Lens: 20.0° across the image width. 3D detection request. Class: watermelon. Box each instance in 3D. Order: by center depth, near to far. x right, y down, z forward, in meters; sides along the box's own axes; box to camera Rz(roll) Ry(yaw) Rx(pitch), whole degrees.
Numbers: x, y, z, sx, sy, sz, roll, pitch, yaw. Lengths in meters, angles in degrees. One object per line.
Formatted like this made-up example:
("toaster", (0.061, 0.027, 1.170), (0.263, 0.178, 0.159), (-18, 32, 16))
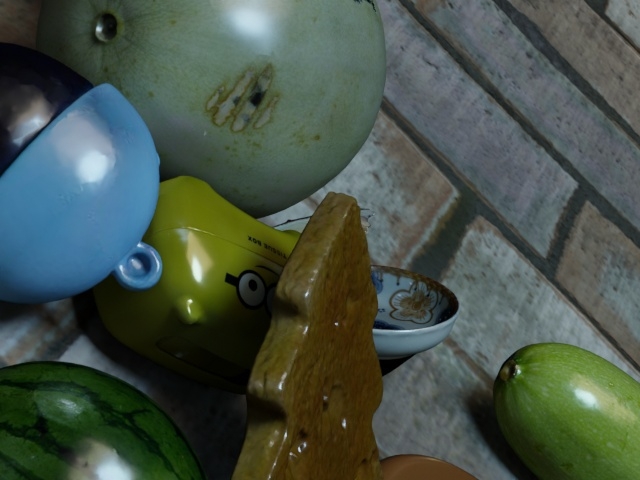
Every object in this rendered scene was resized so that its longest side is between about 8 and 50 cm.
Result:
("watermelon", (-0.154, 0.154, 1.149), (0.232, 0.127, 0.204), (46, 28, 4))

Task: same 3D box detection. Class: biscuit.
("biscuit", (-0.005, 0.116, 1.312), (0.278, 0.043, 0.301), (24, 71, -68))

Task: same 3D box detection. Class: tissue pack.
("tissue pack", (-0.081, 0.043, 1.379), (0.178, 0.123, 0.127), (29, 42, -36))

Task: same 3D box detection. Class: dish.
("dish", (0.046, 0.082, 1.566), (0.141, 0.078, 0.141), (6, 22, -2))

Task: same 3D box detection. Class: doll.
("doll", (-0.236, -0.070, 1.291), (0.314, 0.141, 0.177), (40, 72, 6))

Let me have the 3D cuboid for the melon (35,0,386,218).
("melon", (-0.077, -0.151, 1.475), (0.330, 0.268, 0.268), (7, 48, -60))

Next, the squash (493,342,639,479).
("squash", (0.257, 0.180, 1.652), (0.247, 0.132, 0.132), (41, 30, -12))

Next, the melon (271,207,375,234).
("melon", (-0.008, 0.003, 1.572), (0.182, 0.098, 0.054), (-52, 125, -76))

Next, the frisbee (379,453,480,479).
("frisbee", (0.124, 0.278, 1.477), (0.251, 0.021, 0.251), (35, 31, -24))
